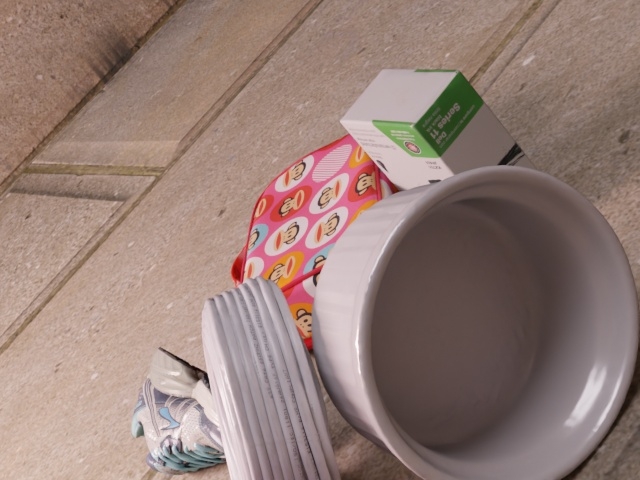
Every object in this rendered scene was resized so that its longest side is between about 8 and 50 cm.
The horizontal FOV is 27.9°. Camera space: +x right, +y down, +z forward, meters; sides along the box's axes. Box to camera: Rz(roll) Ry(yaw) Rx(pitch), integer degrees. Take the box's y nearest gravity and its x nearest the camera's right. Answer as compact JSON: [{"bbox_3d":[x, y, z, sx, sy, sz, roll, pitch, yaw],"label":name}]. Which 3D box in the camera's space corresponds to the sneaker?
[{"bbox_3d":[-0.132,0.219,1.450,0.122,0.110,0.283,-62,26,-5],"label":"sneaker"}]

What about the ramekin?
[{"bbox_3d":[0.127,0.075,1.120,0.277,0.277,0.135,-48,20,-16],"label":"ramekin"}]

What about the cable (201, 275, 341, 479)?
[{"bbox_3d":[-0.050,0.162,1.196,0.089,0.257,0.257,-14,15,-8],"label":"cable"}]

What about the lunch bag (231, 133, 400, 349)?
[{"bbox_3d":[0.000,0.000,1.568,0.258,0.120,0.293,-28,29,23],"label":"lunch bag"}]

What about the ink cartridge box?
[{"bbox_3d":[0.144,-0.087,1.418,0.087,0.208,0.153,-51,27,-15],"label":"ink cartridge box"}]
